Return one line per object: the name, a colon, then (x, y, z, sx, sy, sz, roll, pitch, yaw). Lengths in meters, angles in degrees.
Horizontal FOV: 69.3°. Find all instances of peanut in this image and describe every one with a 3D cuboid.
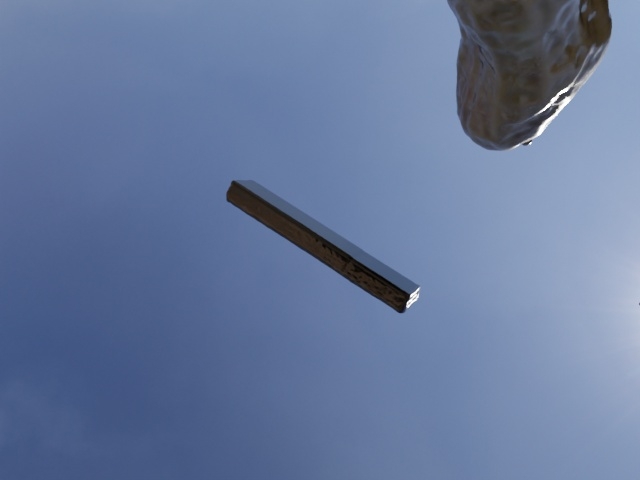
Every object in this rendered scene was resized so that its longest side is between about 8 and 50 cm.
peanut: (0.205, -0.218, 0.462, 0.159, 0.291, 0.143, -37, -125, -2)

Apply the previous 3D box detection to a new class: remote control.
remote control: (0.000, 0.000, 0.519, 0.245, 0.025, 0.063, 32, -159, 16)

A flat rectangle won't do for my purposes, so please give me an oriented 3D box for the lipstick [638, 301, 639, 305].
lipstick: (0.481, 0.037, 0.606, 0.145, 0.045, 0.045, -57, -145, 1)
